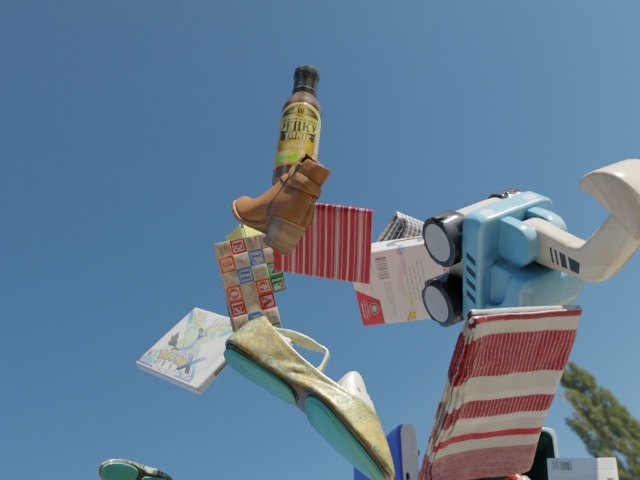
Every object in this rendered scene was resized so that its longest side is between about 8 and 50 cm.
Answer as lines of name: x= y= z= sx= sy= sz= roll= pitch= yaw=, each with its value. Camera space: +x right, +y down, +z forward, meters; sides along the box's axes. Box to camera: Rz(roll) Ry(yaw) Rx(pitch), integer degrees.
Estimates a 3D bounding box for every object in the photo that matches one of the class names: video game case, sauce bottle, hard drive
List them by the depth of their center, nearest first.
hard drive: x=0.131 y=0.525 z=1.305 sx=0.040 sy=0.210 sz=0.319 roll=6 pitch=-31 yaw=-11
sauce bottle: x=-0.054 y=-0.289 z=1.627 sx=0.111 sy=0.345 sz=0.111 roll=4 pitch=-21 yaw=1
video game case: x=-0.416 y=0.361 z=2.136 sx=0.300 sy=0.329 sz=0.036 roll=-45 pitch=-52 yaw=-36

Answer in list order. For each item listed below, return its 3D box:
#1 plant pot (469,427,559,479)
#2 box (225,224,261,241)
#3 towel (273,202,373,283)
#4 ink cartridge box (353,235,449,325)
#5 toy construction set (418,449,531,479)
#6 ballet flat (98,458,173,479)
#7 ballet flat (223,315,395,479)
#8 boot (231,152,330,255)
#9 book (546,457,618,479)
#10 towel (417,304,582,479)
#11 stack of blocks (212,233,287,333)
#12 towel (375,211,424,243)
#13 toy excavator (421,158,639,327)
plant pot: x=0.463 y=0.641 z=1.634 sx=0.247 sy=0.247 sz=0.252 roll=3 pitch=-37 yaw=3
box: x=-0.178 y=0.001 z=1.994 sx=0.232 sy=0.058 sz=0.087 roll=5 pitch=-31 yaw=-44
towel: x=0.000 y=0.000 z=1.594 sx=0.031 sy=0.274 sz=0.199 roll=-40 pitch=-46 yaw=-60
ink cartridge box: x=0.256 y=0.111 z=1.839 sx=0.306 sy=0.131 sz=0.226 roll=-9 pitch=-79 yaw=16
toy construction set: x=0.289 y=0.577 z=1.255 sx=0.257 sy=0.308 sz=0.237 roll=-14 pitch=-58 yaw=-51
ballet flat: x=-0.426 y=0.539 z=1.450 sx=0.188 sy=0.070 sz=0.070 roll=35 pitch=-70 yaw=-30
ballet flat: x=-0.002 y=0.231 z=1.001 sx=0.123 sy=0.348 sz=0.123 roll=-41 pitch=-31 yaw=-31
boot: x=-0.095 y=-0.112 z=1.483 sx=0.109 sy=0.283 sz=0.220 roll=24 pitch=-82 yaw=-31
book: x=0.375 y=0.381 z=0.894 sx=0.096 sy=0.144 sz=0.035 roll=-9 pitch=-41 yaw=24
towel: x=0.300 y=0.260 z=1.042 sx=0.237 sy=0.037 sz=0.329 roll=0 pitch=-67 yaw=-25
stack of blocks: x=-0.187 y=0.139 z=1.799 sx=0.171 sy=0.297 sz=0.087 roll=-13 pitch=-5 yaw=-15
towel: x=0.283 y=0.072 z=2.099 sx=0.235 sy=0.121 sz=0.284 roll=18 pitch=-72 yaw=-33
toy excavator: x=0.402 y=0.027 z=1.142 sx=0.222 sy=0.445 sz=0.433 roll=-19 pitch=-61 yaw=-24
